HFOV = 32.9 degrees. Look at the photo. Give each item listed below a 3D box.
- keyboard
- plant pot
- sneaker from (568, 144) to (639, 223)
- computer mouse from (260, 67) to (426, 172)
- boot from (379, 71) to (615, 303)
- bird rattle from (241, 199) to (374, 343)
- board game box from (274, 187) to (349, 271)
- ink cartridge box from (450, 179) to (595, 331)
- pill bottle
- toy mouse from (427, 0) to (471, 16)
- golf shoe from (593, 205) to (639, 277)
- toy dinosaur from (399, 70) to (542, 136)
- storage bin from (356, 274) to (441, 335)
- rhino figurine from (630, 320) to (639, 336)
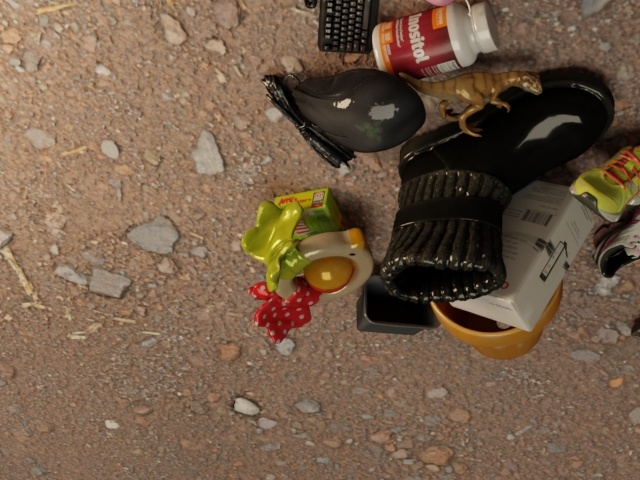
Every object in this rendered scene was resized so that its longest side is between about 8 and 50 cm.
[{"bbox_3d":[0.024,-0.323,1.421,0.108,0.023,0.180,7,136,3],"label":"keyboard"},{"bbox_3d":[0.279,0.092,1.699,0.205,0.205,0.188,-4,151,14],"label":"plant pot"},{"bbox_3d":[0.417,-0.092,1.497,0.081,0.208,0.094,43,125,18],"label":"sneaker"},{"bbox_3d":[0.033,-0.159,1.468,0.188,0.072,0.272,43,157,-25],"label":"computer mouse"},{"bbox_3d":[0.244,-0.063,1.478,0.348,0.260,0.131,-25,126,32],"label":"boot"},{"bbox_3d":[-0.017,0.060,1.693,0.207,0.143,0.253,-11,138,-1],"label":"bird rattle"},{"bbox_3d":[0.000,0.000,1.744,0.092,0.043,0.181,-9,133,20],"label":"board game box"},{"bbox_3d":[0.277,0.013,1.559,0.148,0.203,0.086,17,156,43],"label":"ink cartridge box"},{"bbox_3d":[0.152,-0.261,1.417,0.152,0.086,0.086,-13,132,21],"label":"pill bottle"},{"bbox_3d":[0.130,-0.343,1.346,0.143,0.031,0.161,-11,112,29],"label":"toy mouse"},{"bbox_3d":[0.486,-0.011,1.618,0.067,0.086,0.186,28,132,-17],"label":"golf shoe"},{"bbox_3d":[0.186,-0.198,1.441,0.212,0.064,0.112,-6,135,-16],"label":"toy dinosaur"},{"bbox_3d":[0.122,0.111,1.806,0.135,0.098,0.091,6,157,-17],"label":"storage bin"},{"bbox_3d":[0.623,0.120,1.740,0.106,0.073,0.243,31,131,-15],"label":"rhino figurine"}]
